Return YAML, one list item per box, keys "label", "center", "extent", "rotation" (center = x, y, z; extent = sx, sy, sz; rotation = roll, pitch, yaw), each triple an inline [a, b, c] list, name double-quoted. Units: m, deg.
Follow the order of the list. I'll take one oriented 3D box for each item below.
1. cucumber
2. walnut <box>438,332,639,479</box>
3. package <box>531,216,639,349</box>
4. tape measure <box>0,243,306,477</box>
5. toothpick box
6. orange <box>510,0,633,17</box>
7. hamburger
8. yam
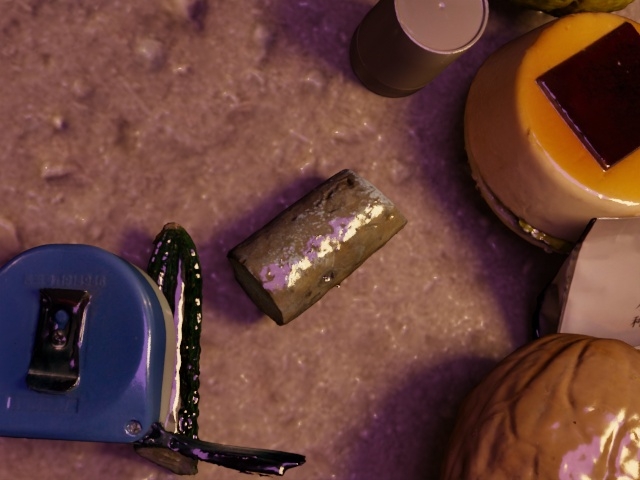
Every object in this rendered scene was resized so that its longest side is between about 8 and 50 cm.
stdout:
- label: "cucumber"
  center: [-0.159, 0.116, 1.101]
  extent: [0.077, 0.077, 0.265]
  rotation: [4, 79, -14]
- label: "walnut"
  center: [0.263, 0.252, 1.093]
  extent: [0.252, 0.277, 0.313]
  rotation: [19, 87, 23]
- label: "package"
  center: [0.358, 0.054, 1.183]
  extent: [0.204, 0.251, 0.062]
  rotation: [-4, 45, -14]
- label: "tape measure"
  center: [-0.185, 0.116, 1.019]
  extent: [0.351, 0.098, 0.215]
  rotation: [2, 79, 9]
- label: "toothpick box"
  center: [0.106, -0.235, 1.166]
  extent: [0.111, 0.181, 0.111]
  rotation: [2, 82, -13]
- label: "orange"
  center: [0.287, -0.405, 1.221]
  extent: [0.300, 0.223, 0.301]
  rotation: [-30, 87, -28]
- label: "hamburger"
  center: [0.308, -0.116, 1.200]
  extent: [0.300, 0.176, 0.300]
  rotation: [5, 70, -14]
- label: "yam"
  center: [0.000, 0.000, 1.142]
  extent: [0.194, 0.107, 0.107]
  rotation: [-38, 92, -17]
